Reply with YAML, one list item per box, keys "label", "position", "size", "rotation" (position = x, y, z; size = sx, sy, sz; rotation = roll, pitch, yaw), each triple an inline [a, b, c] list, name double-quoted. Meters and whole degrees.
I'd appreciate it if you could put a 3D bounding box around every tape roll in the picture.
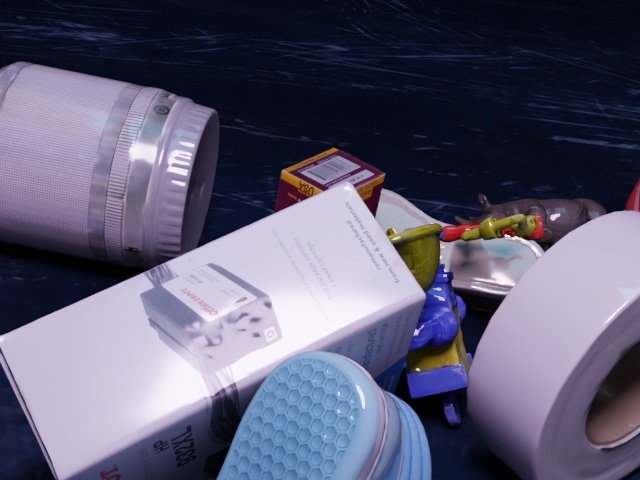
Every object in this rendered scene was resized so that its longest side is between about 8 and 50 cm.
- label: "tape roll"
  position: [0.280, 0.116, 0.996]
  size: [0.286, 0.286, 0.100]
  rotation: [-13, 38, -34]

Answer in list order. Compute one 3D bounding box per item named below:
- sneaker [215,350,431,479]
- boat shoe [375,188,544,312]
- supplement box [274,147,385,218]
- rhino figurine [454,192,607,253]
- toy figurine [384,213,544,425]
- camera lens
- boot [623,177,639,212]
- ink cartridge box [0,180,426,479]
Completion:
- label: "sneaker"
  position: [-0.017, 0.246, 0.775]
  size: [0.127, 0.319, 0.208]
  rotation: [33, 2, 30]
- label: "boat shoe"
  position: [0.126, 0.016, 1.298]
  size: [0.324, 0.097, 0.117]
  rotation: [15, 69, 13]
- label: "supplement box"
  position: [0.000, 0.000, 1.193]
  size: [0.080, 0.188, 0.104]
  rotation: [29, 35, 27]
- label: "rhino figurine"
  position: [0.307, -0.021, 1.439]
  size: [0.243, 0.073, 0.106]
  rotation: [3, 35, -9]
- label: "toy figurine"
  position: [0.146, 0.089, 1.054]
  size: [0.191, 0.217, 0.362]
  rotation: [-6, 0, 11]
- label: "camera lens"
  position: [-0.278, -0.089, 1.225]
  size: [0.274, 0.220, 0.219]
  rotation: [11, 30, 2]
- label: "boot"
  position: [0.591, -0.067, 1.501]
  size: [0.244, 0.176, 0.088]
  rotation: [14, 29, 3]
- label: "ink cartridge box"
  position: [-0.085, 0.111, 0.846]
  size: [0.307, 0.223, 0.129]
  rotation: [-25, 65, -17]
